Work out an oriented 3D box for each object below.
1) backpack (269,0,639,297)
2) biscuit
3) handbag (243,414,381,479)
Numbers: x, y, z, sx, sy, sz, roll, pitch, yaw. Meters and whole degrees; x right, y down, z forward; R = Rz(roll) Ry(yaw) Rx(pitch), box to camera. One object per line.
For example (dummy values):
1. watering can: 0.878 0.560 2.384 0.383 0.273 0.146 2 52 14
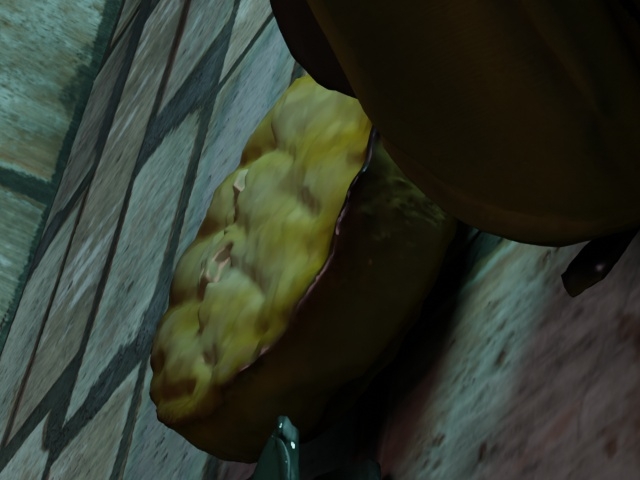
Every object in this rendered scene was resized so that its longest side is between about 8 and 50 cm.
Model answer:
1. backpack: 0.049 -0.176 0.627 0.201 0.378 0.353 -28 10 8
2. biscuit: 0.000 0.000 0.956 0.296 0.102 0.296 -51 20 27
3. handbag: -0.049 0.252 0.774 0.247 0.079 0.260 -56 18 23
